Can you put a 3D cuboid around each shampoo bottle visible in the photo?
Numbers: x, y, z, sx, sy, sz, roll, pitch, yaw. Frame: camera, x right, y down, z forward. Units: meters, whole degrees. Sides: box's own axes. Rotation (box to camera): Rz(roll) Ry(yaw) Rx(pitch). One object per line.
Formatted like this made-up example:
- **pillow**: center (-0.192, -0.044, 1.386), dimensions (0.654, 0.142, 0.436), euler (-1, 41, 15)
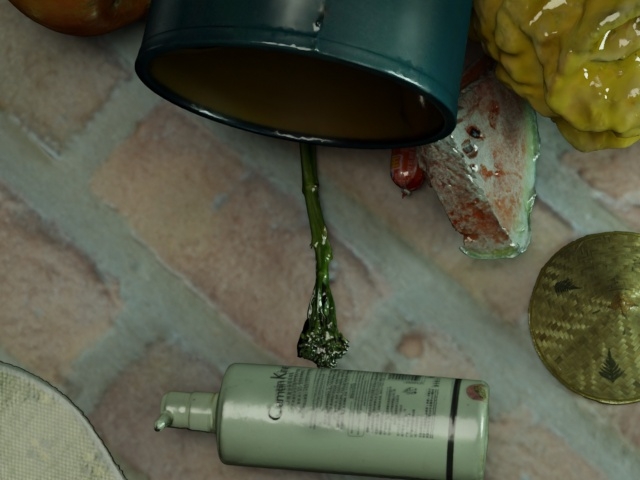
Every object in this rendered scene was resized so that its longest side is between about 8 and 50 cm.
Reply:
- **shampoo bottle**: center (0.002, 0.144, 1.411), dimensions (0.262, 0.085, 0.085), euler (4, 78, 7)

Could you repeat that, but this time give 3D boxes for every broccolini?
- **broccolini**: center (0.000, 0.000, 1.466), dimensions (0.044, 0.042, 0.218), euler (-3, 76, 4)

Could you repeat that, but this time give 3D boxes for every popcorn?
- **popcorn**: center (0.228, -0.185, 1.395), dimensions (0.250, 0.190, 0.250), euler (6, 62, -11)

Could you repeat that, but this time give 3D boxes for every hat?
- **hat**: center (0.240, 0.055, 1.416), dimensions (0.146, 0.067, 0.146), euler (-1, 77, 5)

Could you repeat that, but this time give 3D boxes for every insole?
- **insole**: center (-0.202, 0.218, 1.454), dimensions (0.109, 0.007, 0.322), euler (-43, 77, -4)

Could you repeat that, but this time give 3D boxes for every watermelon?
- **watermelon**: center (0.116, -0.080, 1.434), dimensions (0.071, 0.139, 0.187), euler (-8, 74, 33)

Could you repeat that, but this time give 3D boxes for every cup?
- **cup**: center (0.017, -0.235, 1.361), dimensions (0.242, 0.308, 0.292), euler (5, 78, 24)

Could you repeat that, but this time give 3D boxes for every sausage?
- **sausage**: center (0.078, -0.098, 1.482), dimensions (0.034, 0.034, 0.129), euler (6, 79, 7)

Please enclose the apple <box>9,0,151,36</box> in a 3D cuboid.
- **apple**: center (-0.197, -0.275, 1.471), dimensions (0.196, 0.196, 0.196), euler (-1, 78, 5)
